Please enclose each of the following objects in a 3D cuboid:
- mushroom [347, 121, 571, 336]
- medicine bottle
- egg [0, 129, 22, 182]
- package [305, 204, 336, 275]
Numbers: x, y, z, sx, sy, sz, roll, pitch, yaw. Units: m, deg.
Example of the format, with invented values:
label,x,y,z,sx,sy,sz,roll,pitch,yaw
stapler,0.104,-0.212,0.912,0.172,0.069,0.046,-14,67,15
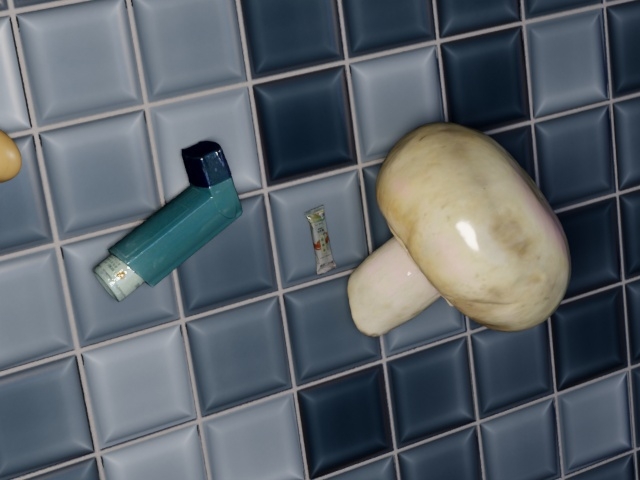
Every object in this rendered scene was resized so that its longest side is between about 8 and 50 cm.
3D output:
label,x,y,z,sx,sy,sz,roll,pitch,yaw
mushroom,0.216,-0.018,2.163,0.353,0.353,0.325,5,79,-29
medicine bottle,-0.222,-0.025,2.026,0.258,0.079,0.124,-42,121,-13
egg,-0.449,-0.114,1.883,0.096,0.080,0.080,28,88,-26
package,0.000,0.000,2.187,0.037,0.015,0.110,-23,113,-27
